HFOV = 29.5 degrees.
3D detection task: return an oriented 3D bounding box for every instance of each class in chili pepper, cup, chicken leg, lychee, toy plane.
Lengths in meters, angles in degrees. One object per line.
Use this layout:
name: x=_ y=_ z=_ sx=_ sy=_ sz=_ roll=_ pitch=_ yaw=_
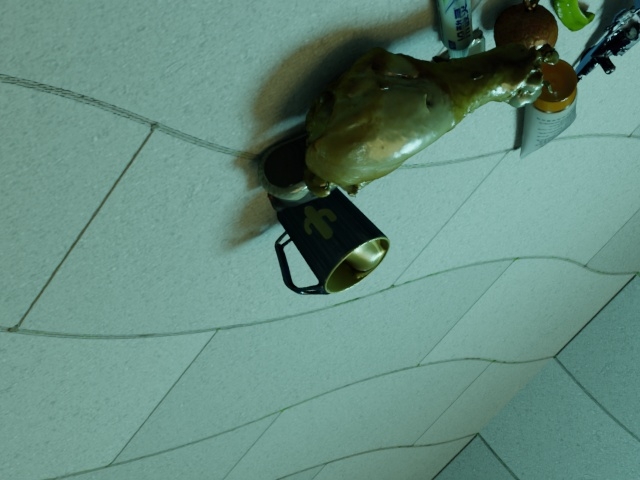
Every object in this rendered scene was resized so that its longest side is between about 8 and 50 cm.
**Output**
chili pepper: x=0.419 y=-0.384 z=2.024 sx=0.052 sy=0.050 sz=0.202 roll=-7 pitch=168 yaw=21
cup: x=0.000 y=0.000 z=1.966 sx=0.176 sy=0.155 sz=0.131 roll=-39 pitch=157 yaw=4
chicken leg: x=0.163 y=-0.202 z=1.778 sx=0.429 sy=0.201 sz=0.153 roll=-20 pitch=-169 yaw=-22
lychee: x=0.320 y=-0.330 z=1.898 sx=0.114 sy=0.101 sz=0.140 roll=-18 pitch=157 yaw=-21
toy plane: x=0.540 y=-0.361 z=2.197 sx=0.169 sy=0.078 sz=0.246 roll=-9 pitch=143 yaw=-51

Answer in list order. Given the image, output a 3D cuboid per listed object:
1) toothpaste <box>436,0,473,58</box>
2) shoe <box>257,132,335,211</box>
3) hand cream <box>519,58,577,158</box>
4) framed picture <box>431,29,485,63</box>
toothpaste: x=0.191 y=-0.356 z=1.742 sx=0.075 sy=0.048 sz=0.297 roll=-36 pitch=154 yaw=-9
shoe: x=0.004 y=-0.116 z=1.849 sx=0.228 sy=0.099 sz=0.112 roll=-25 pitch=160 yaw=-21
hand cream: x=0.433 y=-0.241 z=2.254 sx=0.140 sy=0.089 sz=0.314 roll=-36 pitch=161 yaw=-4
framed picture: x=0.160 y=-0.210 z=1.989 sx=0.281 sy=0.019 sz=0.209 roll=-35 pitch=156 yaw=-9
